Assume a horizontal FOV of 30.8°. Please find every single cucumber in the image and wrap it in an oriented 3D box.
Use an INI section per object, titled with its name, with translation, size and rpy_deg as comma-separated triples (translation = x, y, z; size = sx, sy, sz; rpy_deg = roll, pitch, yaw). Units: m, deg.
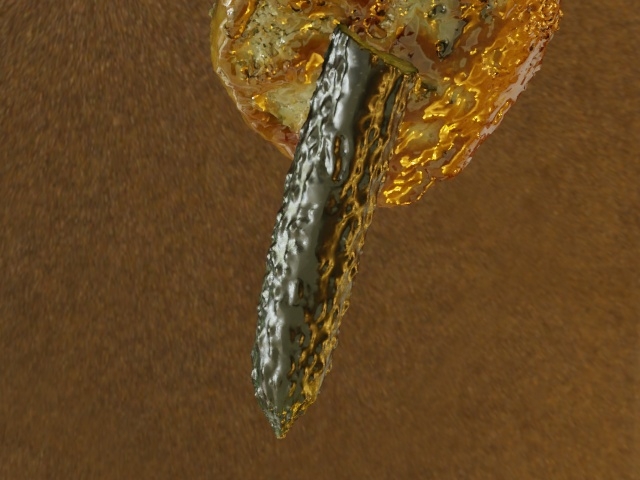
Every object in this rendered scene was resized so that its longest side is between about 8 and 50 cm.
[cucumber]
translation = -0.002, -0.001, 0.828
size = 0.072, 0.072, 0.300
rpy_deg = 14, 102, -14

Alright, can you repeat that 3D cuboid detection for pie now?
[pie]
translation = 0.046, -0.161, 0.916
size = 0.308, 0.085, 0.308
rpy_deg = -2, 135, -2
